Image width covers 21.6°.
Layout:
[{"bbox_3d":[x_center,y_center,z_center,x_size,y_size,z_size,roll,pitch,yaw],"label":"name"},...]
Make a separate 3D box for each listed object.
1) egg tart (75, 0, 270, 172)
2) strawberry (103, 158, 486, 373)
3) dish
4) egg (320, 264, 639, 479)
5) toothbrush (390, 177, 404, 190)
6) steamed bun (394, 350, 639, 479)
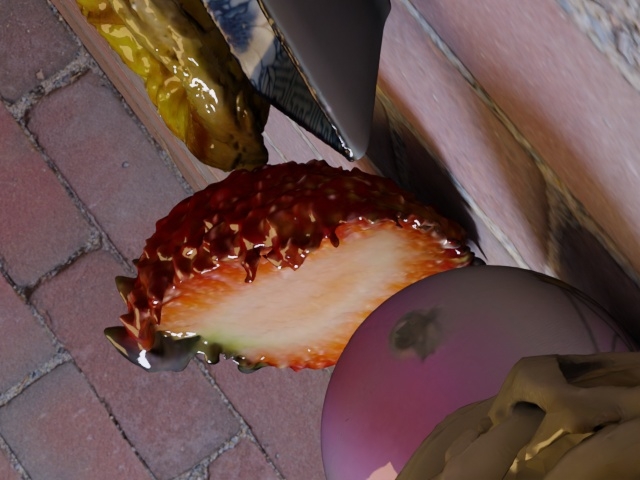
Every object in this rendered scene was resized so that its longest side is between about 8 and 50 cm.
[{"bbox_3d":[-0.111,-0.183,1.258,0.295,0.116,0.295,52,171,11],"label":"egg tart"},{"bbox_3d":[0.000,0.000,1.211,0.233,0.306,0.138,12,-119,-36],"label":"strawberry"},{"bbox_3d":[-0.037,-0.175,0.888,0.243,0.080,0.182,59,172,-25],"label":"dish"},{"bbox_3d":[0.115,0.133,0.922,0.271,0.196,0.196,45,178,-25],"label":"egg"},{"bbox_3d":[0.096,0.020,1.259,0.162,0.014,0.017,55,-172,-2],"label":"toothbrush"},{"bbox_3d":[0.170,0.125,0.498,0.268,0.207,0.280,51,-160,23],"label":"steamed bun"}]
